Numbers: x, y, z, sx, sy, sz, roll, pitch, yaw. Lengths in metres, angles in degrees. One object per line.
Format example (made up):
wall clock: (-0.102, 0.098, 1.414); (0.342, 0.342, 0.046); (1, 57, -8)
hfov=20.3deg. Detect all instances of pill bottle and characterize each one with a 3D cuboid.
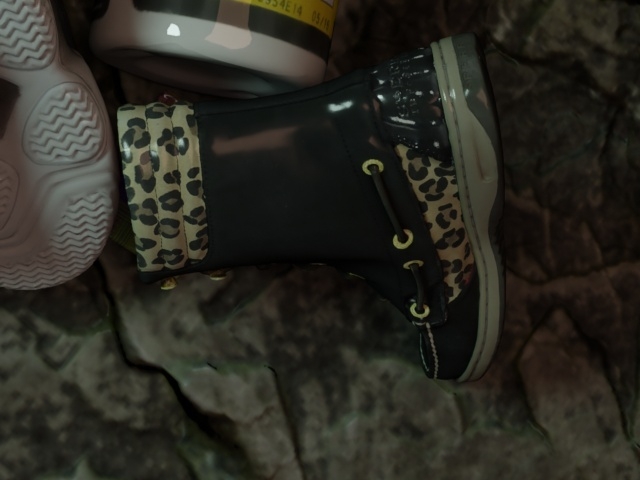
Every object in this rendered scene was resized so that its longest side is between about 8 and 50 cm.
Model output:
pill bottle: (-0.039, -0.182, 0.883); (0.119, 0.119, 0.209); (12, 85, -23)

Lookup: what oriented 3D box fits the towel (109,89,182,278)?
towel: (-0.076, -0.029, 0.925); (0.060, 0.009, 0.083); (32, 78, -21)

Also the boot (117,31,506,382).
boot: (0.000, -0.002, 0.891); (0.178, 0.236, 0.085); (-9, 52, -2)

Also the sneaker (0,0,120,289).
sneaker: (-0.156, -0.112, 0.839); (0.101, 0.153, 0.269); (-10, 131, 3)
